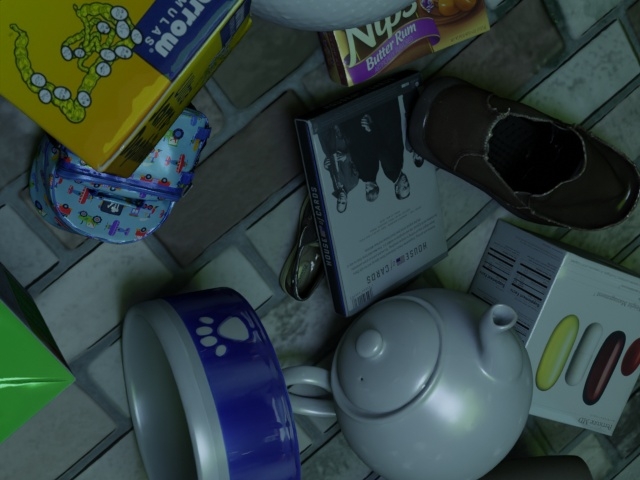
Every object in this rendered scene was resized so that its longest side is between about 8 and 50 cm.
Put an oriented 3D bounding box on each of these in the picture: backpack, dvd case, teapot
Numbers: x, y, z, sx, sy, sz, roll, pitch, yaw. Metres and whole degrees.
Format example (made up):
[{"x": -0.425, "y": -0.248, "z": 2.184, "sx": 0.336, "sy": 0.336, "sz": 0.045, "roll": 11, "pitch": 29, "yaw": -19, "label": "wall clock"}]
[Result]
[{"x": -0.207, "y": -0.073, "z": 1.041, "sx": 0.158, "sy": 0.117, "sz": 0.173, "roll": 18, "pitch": 102, "yaw": -27, "label": "backpack"}, {"x": 0.065, "y": -0.055, "z": 1.187, "sx": 0.179, "sy": 0.030, "sz": 0.238, "roll": -28, "pitch": 119, "yaw": -35, "label": "dvd case"}, {"x": 0.099, "y": 0.153, "z": 1.179, "sx": 0.187, "sy": 0.252, "sz": 0.256, "roll": 35, "pitch": 92, "yaw": -40, "label": "teapot"}]

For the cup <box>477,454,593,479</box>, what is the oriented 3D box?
[{"x": 0.197, "y": 0.424, "z": 1.307, "sx": 0.237, "sy": 0.331, "sz": 0.331, "roll": 7, "pitch": 106, "yaw": 1, "label": "cup"}]

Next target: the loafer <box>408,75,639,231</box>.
[{"x": 0.267, "y": -0.080, "z": 1.228, "sx": 0.366, "sy": 0.130, "sz": 0.133, "roll": 14, "pitch": 101, "yaw": -36, "label": "loafer"}]

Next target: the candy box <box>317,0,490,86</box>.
[{"x": 0.088, "y": -0.255, "z": 1.145, "sx": 0.187, "sy": 0.053, "sz": 0.109, "roll": -24, "pitch": 115, "yaw": -17, "label": "candy box"}]

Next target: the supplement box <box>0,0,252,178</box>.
[{"x": -0.249, "y": -0.235, "z": 0.849, "sx": 0.357, "sy": 0.194, "sz": 0.195, "roll": 38, "pitch": 89, "yaw": -5, "label": "supplement box"}]

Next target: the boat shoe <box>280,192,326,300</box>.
[{"x": 0.000, "y": 0.000, "z": 1.194, "sx": 0.056, "sy": 0.049, "sz": 0.152, "roll": 12, "pitch": 102, "yaw": -26, "label": "boat shoe"}]

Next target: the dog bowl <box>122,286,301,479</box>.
[{"x": -0.120, "y": 0.184, "z": 1.082, "sx": 0.104, "sy": 0.265, "sz": 0.264, "roll": -13, "pitch": 112, "yaw": -23, "label": "dog bowl"}]

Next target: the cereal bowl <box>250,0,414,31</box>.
[{"x": 0.016, "y": -0.373, "z": 0.993, "sx": 0.339, "sy": 0.141, "sz": 0.338, "roll": -3, "pitch": 99, "yaw": -21, "label": "cereal bowl"}]

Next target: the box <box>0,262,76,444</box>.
[{"x": -0.372, "y": 0.039, "z": 0.938, "sx": 0.127, "sy": 0.231, "sz": 0.262, "roll": -40, "pitch": 118, "yaw": -8, "label": "box"}]

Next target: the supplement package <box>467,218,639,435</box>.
[{"x": 0.297, "y": 0.110, "z": 1.308, "sx": 0.194, "sy": 0.149, "sz": 0.203, "roll": 17, "pitch": 99, "yaw": -28, "label": "supplement package"}]
